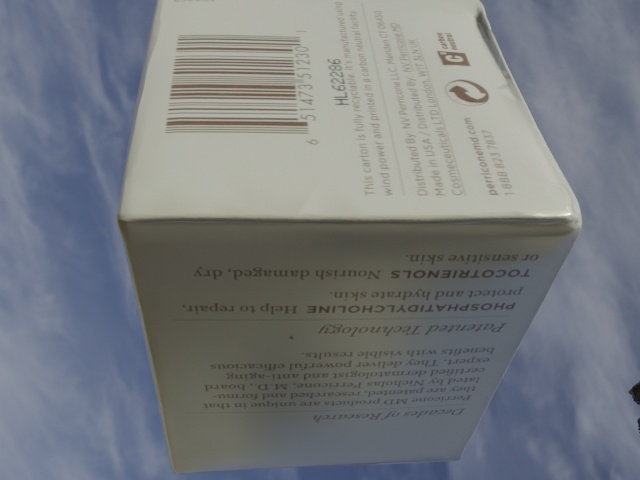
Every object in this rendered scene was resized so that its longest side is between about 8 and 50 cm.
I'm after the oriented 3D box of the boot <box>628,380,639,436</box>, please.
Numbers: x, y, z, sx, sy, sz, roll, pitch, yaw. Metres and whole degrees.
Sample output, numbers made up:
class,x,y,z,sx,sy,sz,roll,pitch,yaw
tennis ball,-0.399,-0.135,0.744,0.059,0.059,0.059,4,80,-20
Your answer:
class,x,y,z,sx,sy,sz,roll,pitch,yaw
boot,0.467,0.123,0.813,0.094,0.246,0.207,34,-57,20

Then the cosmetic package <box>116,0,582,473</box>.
class,x,y,z,sx,sy,sz,roll,pitch,yaw
cosmetic package,0.000,0.000,0.698,0.327,0.329,0.394,-1,-42,-6
